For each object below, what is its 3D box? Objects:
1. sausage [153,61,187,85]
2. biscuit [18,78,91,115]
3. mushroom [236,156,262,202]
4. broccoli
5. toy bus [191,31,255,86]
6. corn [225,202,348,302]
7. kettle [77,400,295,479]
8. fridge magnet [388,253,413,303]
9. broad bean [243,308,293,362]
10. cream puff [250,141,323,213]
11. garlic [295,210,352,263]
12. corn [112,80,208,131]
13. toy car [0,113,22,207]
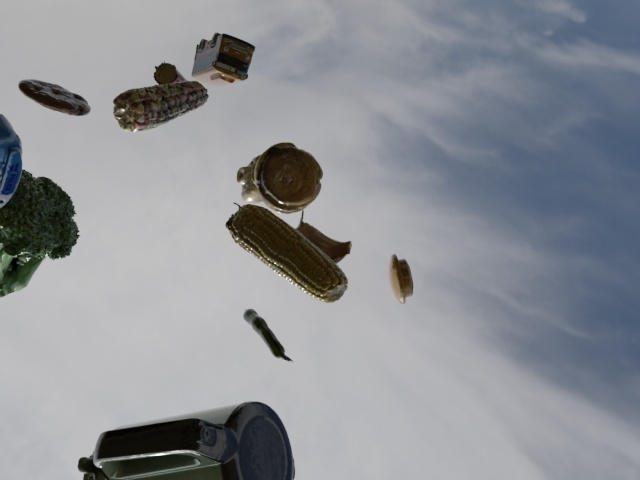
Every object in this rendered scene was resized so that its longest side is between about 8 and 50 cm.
[{"bbox_3d":[-0.462,-0.503,1.685,0.083,0.264,0.083,0,-94,5],"label":"sausage"},{"bbox_3d":[-0.838,-0.456,1.609,0.212,0.036,0.212,27,-161,-10],"label":"biscuit"},{"bbox_3d":[-0.186,-0.177,1.491,0.112,0.148,0.148,14,-134,-33],"label":"mushroom"},{"bbox_3d":[-0.732,-0.029,1.113,0.321,0.310,0.413,-34,-168,15],"label":"broccoli"},{"bbox_3d":[-0.260,-0.468,1.332,0.098,0.114,0.201,11,-176,-34],"label":"toy bus"},{"bbox_3d":[-0.071,0.021,1.065,0.305,0.106,0.106,33,-117,26],"label":"corn"},{"bbox_3d":[-0.294,0.452,1.032,0.376,0.361,0.250,-21,-136,24],"label":"kettle"},{"bbox_3d":[0.223,0.107,1.420,0.063,0.143,0.143,-11,-126,3],"label":"fridge magnet"},{"bbox_3d":[-0.144,0.228,1.275,0.039,0.069,0.227,-36,-135,-13],"label":"broad bean"},{"bbox_3d":[-0.091,-0.160,1.322,0.189,0.129,0.189,0,-91,-8],"label":"cream puff"},{"bbox_3d":[-0.013,0.001,1.536,0.198,0.128,0.090,39,-158,-8],"label":"garlic"},{"bbox_3d":[-0.354,-0.314,1.149,0.092,0.092,0.280,18,-147,16],"label":"corn"},{"bbox_3d":[-0.565,-0.093,0.668,0.166,0.198,0.314,54,-147,13],"label":"toy car"}]
